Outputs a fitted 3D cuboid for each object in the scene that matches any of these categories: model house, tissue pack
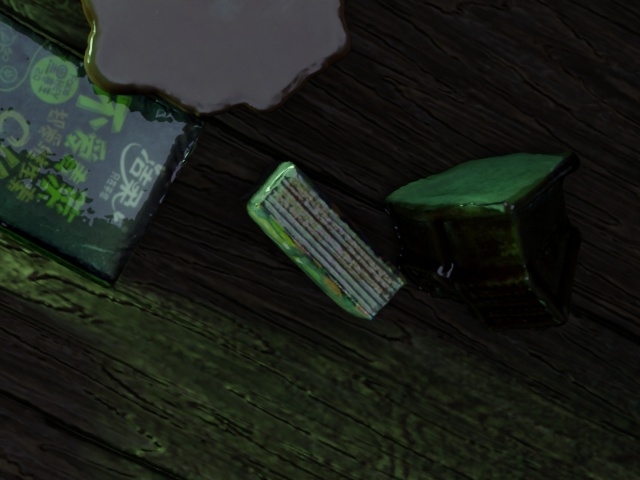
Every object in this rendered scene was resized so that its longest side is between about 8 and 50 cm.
[{"bbox_3d":[0.153,0.010,1.473,0.165,0.106,0.152,-3,112,28],"label":"model house"},{"bbox_3d":[0.000,0.000,1.436,0.060,0.108,0.148,-45,101,-3],"label":"tissue pack"},{"bbox_3d":[-0.241,-0.086,1.408,0.235,0.073,0.173,29,98,-10],"label":"tissue pack"}]

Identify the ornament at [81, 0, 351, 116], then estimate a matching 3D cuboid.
[{"bbox_3d":[-0.097,-0.209,1.344,0.235,0.217,0.221,-30,99,-3],"label":"ornament"}]
